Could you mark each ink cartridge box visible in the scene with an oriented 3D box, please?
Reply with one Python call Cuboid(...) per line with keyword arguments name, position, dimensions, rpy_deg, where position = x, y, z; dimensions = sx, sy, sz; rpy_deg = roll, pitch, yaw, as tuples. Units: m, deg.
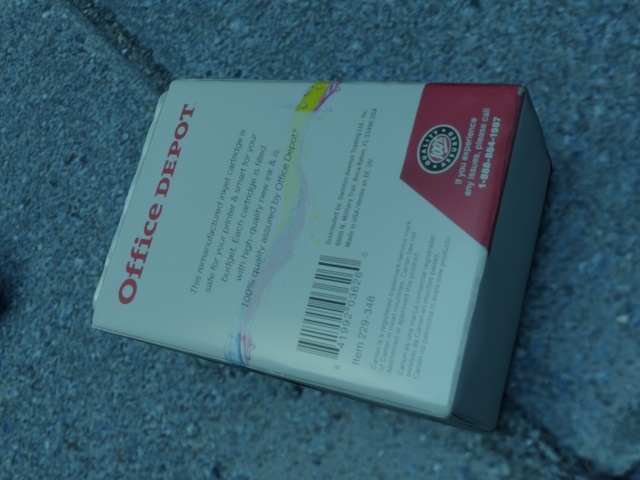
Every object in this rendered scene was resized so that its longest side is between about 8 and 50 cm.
Cuboid(name="ink cartridge box", position=(0.000, 0.000, 0.550), dimensions=(0.306, 0.131, 0.226), rpy_deg=(9, 76, 31))
